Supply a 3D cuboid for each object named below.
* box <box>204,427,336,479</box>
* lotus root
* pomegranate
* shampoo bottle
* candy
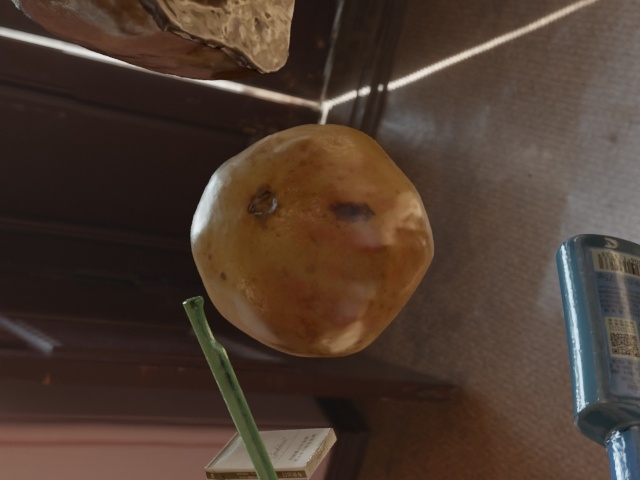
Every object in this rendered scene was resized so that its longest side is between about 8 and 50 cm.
[{"bbox_3d":[-0.081,0.347,1.561,0.198,0.109,0.029,-10,109,31],"label":"box"},{"bbox_3d":[-0.186,-0.317,0.949,0.250,0.316,0.316,2,84,33],"label":"lotus root"},{"bbox_3d":[0.000,0.000,1.335,0.342,0.342,0.343,-18,68,54],"label":"pomegranate"},{"bbox_3d":[0.253,0.107,0.792,0.258,0.103,0.061,-82,11,-45],"label":"shampoo bottle"},{"bbox_3d":[-0.055,0.262,1.029,0.119,0.119,0.440,-10,106,56],"label":"candy"}]
